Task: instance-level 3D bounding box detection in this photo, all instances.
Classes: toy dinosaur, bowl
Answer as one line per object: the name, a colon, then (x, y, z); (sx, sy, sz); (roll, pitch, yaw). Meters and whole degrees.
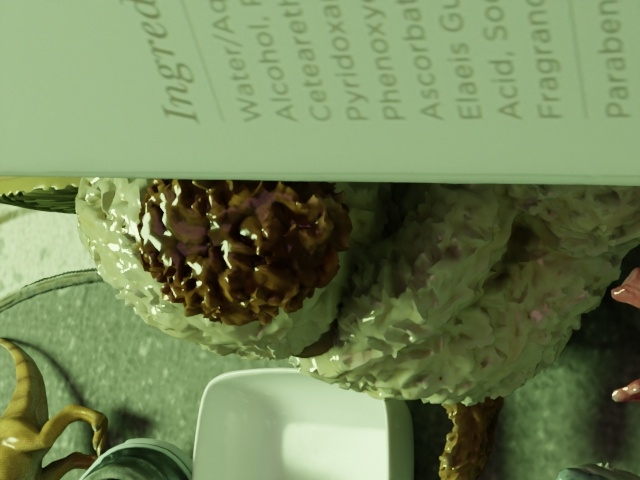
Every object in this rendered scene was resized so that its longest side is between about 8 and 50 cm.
toy dinosaur: (-0.192, 0.130, 0.856); (0.112, 0.064, 0.212); (2, 47, 6)
bowl: (-0.006, 0.143, 0.720); (0.142, 0.053, 0.142); (-3, 80, 38)

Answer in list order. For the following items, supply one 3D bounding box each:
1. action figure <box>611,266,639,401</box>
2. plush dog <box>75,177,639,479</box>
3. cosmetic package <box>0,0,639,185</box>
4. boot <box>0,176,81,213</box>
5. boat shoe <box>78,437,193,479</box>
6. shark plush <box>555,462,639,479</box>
action figure: (0.261, -0.010, 0.406); (0.370, 0.275, 0.248); (-23, 74, 19)
plush dog: (0.000, 0.000, 0.592); (0.262, 0.225, 0.211); (-151, 74, -66)
cosmetic package: (-0.008, -0.240, 0.468); (0.393, 0.327, 0.329); (1, 40, 22)
boot: (-0.113, -0.159, 0.848); (0.236, 0.089, 0.270); (-7, 77, 27)
boat shoe: (-0.182, 0.261, 0.748); (0.121, 0.119, 0.335); (25, 87, 15)
shark plush: (0.160, 0.168, 0.570); (0.073, 0.067, 0.161); (-36, 61, 28)
